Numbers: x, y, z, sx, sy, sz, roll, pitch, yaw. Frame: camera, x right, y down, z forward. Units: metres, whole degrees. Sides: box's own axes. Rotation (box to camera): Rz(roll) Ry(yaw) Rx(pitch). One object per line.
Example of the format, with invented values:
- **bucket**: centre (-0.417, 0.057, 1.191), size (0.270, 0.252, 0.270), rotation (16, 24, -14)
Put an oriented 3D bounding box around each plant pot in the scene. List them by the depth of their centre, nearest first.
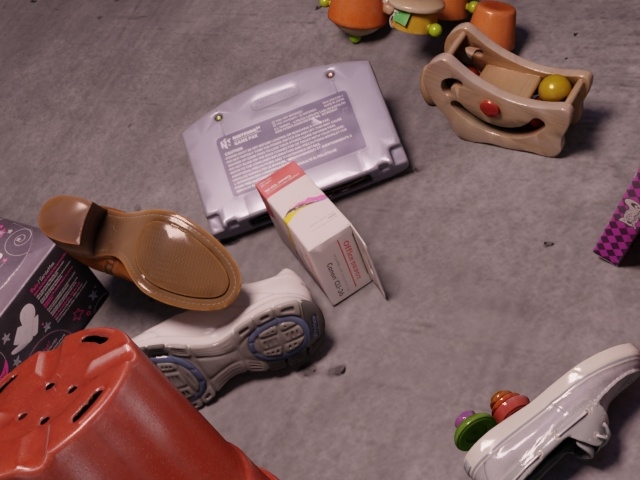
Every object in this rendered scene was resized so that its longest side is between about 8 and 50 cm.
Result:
- **plant pot**: centre (-0.208, 0.249, 1.082), size (0.272, 0.265, 0.272), rotation (-24, 28, 14)

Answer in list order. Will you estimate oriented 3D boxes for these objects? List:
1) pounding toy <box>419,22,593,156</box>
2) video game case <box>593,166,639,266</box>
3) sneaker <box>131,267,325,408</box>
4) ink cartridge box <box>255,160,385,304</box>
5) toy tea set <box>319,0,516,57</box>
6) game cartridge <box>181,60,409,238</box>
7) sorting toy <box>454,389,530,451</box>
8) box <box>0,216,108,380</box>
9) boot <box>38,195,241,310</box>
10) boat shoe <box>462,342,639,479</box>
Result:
- **pounding toy**: centre (0.245, -0.233, 1.443), size (0.269, 0.154, 0.155), rotation (16, 59, 33)
- **video game case**: centre (0.405, -0.103, 1.211), size (0.042, 0.232, 0.210), rotation (34, 66, 15)
- **sneaker**: centre (-0.139, 0.126, 1.344), size (0.297, 0.111, 0.129), rotation (-18, 30, 3)
- **ink cartridge box**: centre (0.000, 0.000, 1.367), size (0.067, 0.115, 0.198), rotation (-33, 45, -8)
- **toy tea set**: centre (0.151, -0.336, 1.630), size (0.200, 0.124, 0.336), rotation (-11, 34, -27)
- **game cartridge**: centre (-0.042, -0.139, 1.507), size (0.294, 0.060, 0.196), rotation (-20, 72, 4)
- **sorting toy**: centre (0.181, 0.194, 1.158), size (0.102, 0.061, 0.042), rotation (-15, 41, -22)
- **box**: centre (-0.444, 0.107, 1.444), size (0.163, 0.142, 0.247), rotation (14, 57, 32)
- **boot**: centre (-0.211, 0.031, 1.383), size (0.283, 0.220, 0.109), rotation (14, 81, 13)
- **boat shoe**: centre (0.261, 0.199, 1.117), size (0.227, 0.079, 0.081), rotation (-35, 59, -6)
